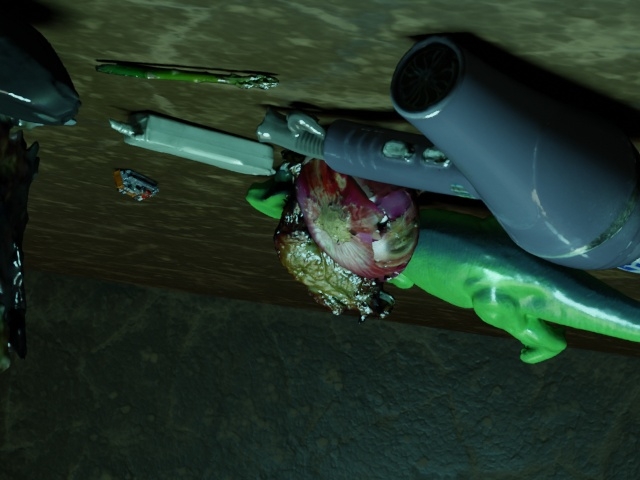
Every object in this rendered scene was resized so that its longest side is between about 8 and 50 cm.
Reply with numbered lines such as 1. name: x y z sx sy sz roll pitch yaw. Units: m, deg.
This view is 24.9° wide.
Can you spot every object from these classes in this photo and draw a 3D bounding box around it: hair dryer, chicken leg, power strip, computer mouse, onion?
1. hair dryer: 0.070 -0.076 1.168 0.361 0.121 0.301 9 166 42
2. chicken leg: 0.000 0.000 1.541 0.106 0.051 0.253 0 137 31
3. power strip: -0.125 -0.096 1.439 0.191 0.030 0.047 14 173 -33
4. computer mouse: -0.277 -0.148 1.065 0.217 0.073 0.122 16 170 -13
5. onion: 0.060 -0.046 1.359 0.140 0.150 0.150 -31 -169 -24

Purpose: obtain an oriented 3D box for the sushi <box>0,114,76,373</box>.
1. sushi: -0.383 -0.011 1.239 0.281 0.294 0.299 3 -174 -29

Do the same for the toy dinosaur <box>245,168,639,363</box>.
1. toy dinosaur: 0.187 0.006 1.526 0.374 0.144 0.500 29 165 -30

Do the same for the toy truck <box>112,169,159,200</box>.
1. toy truck: -0.230 -0.069 1.799 0.032 0.024 0.083 -23 161 12

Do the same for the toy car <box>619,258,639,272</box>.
1. toy car: 0.323 -0.006 1.454 0.171 0.070 0.080 14 170 -30

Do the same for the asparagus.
1. asparagus: -0.112 -0.136 1.192 0.166 0.016 0.013 7 139 18
